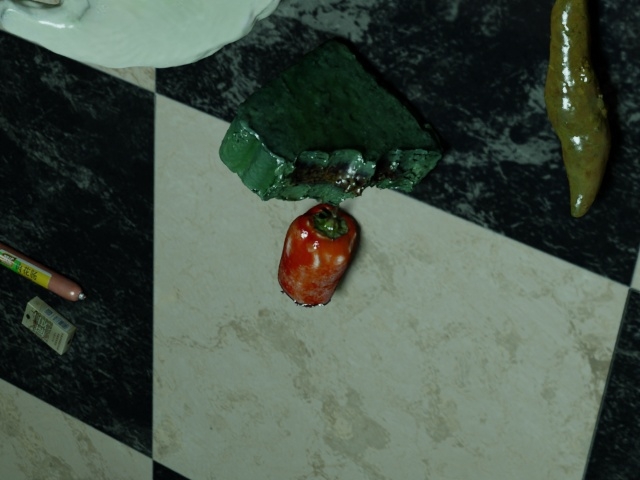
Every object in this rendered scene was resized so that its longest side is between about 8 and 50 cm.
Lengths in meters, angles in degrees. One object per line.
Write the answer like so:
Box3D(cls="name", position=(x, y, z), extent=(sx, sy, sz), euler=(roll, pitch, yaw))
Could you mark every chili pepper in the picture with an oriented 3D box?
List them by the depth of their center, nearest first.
Box3D(cls="chili pepper", position=(0.000, 0.000, 1.863), extent=(0.086, 0.084, 0.192), euler=(22, 137, 3))

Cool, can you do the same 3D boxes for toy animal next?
Box3D(cls="toy animal", position=(-0.176, -0.329, 1.748), extent=(0.266, 0.188, 0.308), euler=(32, 126, -14))

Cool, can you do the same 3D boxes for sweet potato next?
Box3D(cls="sweet potato", position=(0.267, -0.152, 1.572), extent=(0.067, 0.067, 0.273), euler=(10, 122, 32))

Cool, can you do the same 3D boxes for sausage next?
Box3D(cls="sausage", position=(-0.440, 0.040, 2.261), extent=(0.223, 0.029, 0.029), euler=(26, 131, 21))

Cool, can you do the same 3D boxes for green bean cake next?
Box3D(cls="green bean cake", position=(0.007, -0.102, 1.702), extent=(0.193, 0.208, 0.107), euler=(47, 138, 4))

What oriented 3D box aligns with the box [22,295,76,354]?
Box3D(cls="box", position=(-0.415, 0.130, 2.308), extent=(0.083, 0.024, 0.053), euler=(35, 134, 11))
